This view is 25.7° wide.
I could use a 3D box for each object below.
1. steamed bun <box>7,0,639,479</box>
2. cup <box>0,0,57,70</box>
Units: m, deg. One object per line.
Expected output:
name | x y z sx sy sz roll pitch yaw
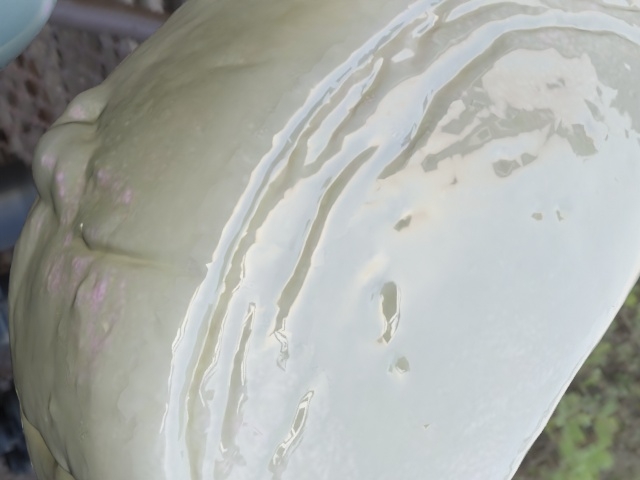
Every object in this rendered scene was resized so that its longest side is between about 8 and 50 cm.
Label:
steamed bun | -0.001 -0.005 0.665 0.236 0.247 0.383 42 72 -25
cup | -0.308 -0.172 0.643 0.274 0.356 0.259 -33 156 -16
